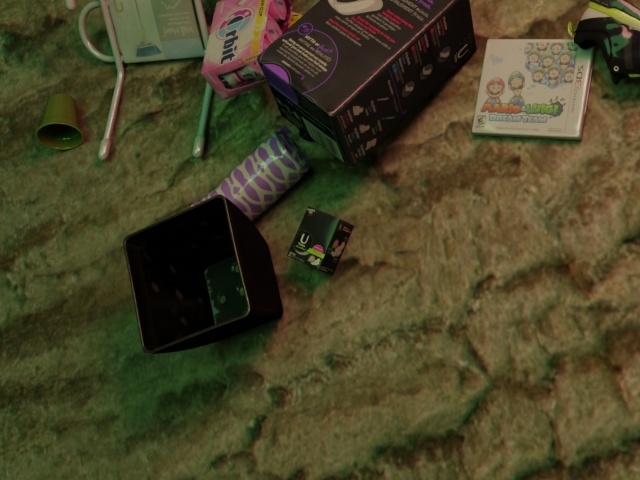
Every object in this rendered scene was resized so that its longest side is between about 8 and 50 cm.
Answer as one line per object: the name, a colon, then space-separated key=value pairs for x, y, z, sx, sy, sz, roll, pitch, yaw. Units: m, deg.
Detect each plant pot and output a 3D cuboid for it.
plant pot: x=-0.161 y=0.063 z=1.526 sx=0.187 sy=0.167 sz=0.188 roll=-22 pitch=70 yaw=22
plant pot: x=-0.465 y=-0.217 z=1.808 sx=0.083 sy=0.083 sz=0.079 roll=-19 pitch=59 yaw=23

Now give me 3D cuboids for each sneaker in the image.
sneaker: x=0.432 y=-0.239 z=1.336 sx=0.235 sy=0.084 sz=0.097 roll=43 pitch=110 yaw=30

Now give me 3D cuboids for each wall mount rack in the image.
wall mount rack: x=-0.292 y=-0.300 z=1.710 sx=0.350 sy=0.130 sz=0.304 roll=2 pitch=115 yaw=29

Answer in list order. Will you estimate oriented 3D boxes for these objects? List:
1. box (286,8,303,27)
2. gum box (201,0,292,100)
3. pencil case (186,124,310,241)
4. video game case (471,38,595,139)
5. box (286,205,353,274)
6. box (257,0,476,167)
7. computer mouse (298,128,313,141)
box: x=-0.043 y=-0.331 z=1.618 sx=0.169 sy=0.054 sz=0.059 roll=28 pitch=93 yaw=31
gum box: x=-0.110 y=-0.304 z=1.536 sx=0.107 sy=0.062 sz=0.188 roll=-17 pitch=45 yaw=24
pencil case: x=-0.112 y=-0.083 z=1.585 sx=0.206 sy=0.086 sz=0.088 roll=-38 pitch=41 yaw=14
video game case: x=0.300 y=-0.215 z=1.429 sx=0.157 sy=0.019 sz=0.143 roll=6 pitch=81 yaw=29
box: x=0.000 y=0.000 z=1.520 sx=0.062 sy=0.052 sz=0.083 roll=24 pitch=90 yaw=29
box: x=0.071 y=-0.267 z=1.449 sx=0.270 sy=0.143 sz=0.165 roll=-44 pitch=61 yaw=-10
computer mouse: x=0.041 y=-0.221 z=1.554 sx=0.193 sy=0.042 sz=0.106 roll=-12 pitch=72 yaw=25
